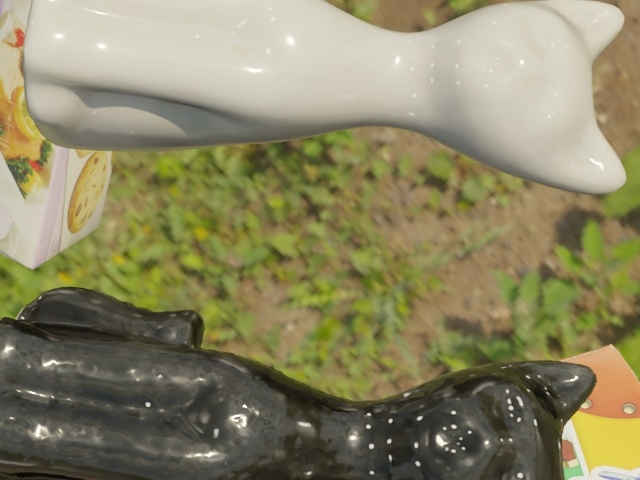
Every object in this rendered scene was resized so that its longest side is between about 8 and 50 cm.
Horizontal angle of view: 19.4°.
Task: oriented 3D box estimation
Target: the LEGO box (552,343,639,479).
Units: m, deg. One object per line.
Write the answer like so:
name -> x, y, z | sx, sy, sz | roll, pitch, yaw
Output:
LEGO box -> -0.035, 0.305, 1.093 | 0.500, 0.372, 0.193 | -14, 48, -18

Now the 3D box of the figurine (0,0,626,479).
figurine -> 0.000, 0.000, 0.640 | 0.209, 0.092, 0.215 | 7, 78, 1

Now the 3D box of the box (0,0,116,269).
box -> -0.128, -0.130, 0.967 | 0.063, 0.324, 0.067 | 30, 37, 16
